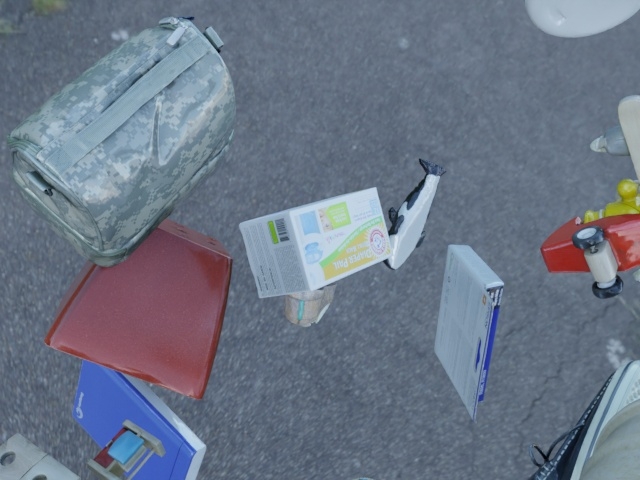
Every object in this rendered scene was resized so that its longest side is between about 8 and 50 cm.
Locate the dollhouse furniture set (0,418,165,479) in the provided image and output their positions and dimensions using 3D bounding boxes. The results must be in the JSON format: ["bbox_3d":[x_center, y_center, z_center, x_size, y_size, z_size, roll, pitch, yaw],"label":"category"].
[{"bbox_3d":[-0.337,0.305,0.949,0.129,0.129,0.184,22,51,26],"label":"dollhouse furniture set"}]

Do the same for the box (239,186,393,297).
[{"bbox_3d":[0.000,0.000,0.994,0.203,0.103,0.114,-20,97,-48],"label":"box"}]

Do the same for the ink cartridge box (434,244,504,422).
[{"bbox_3d":[0.253,0.148,1.142,0.045,0.223,0.224,0,23,-8],"label":"ink cartridge box"}]

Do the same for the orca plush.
[{"bbox_3d":[0.209,-0.074,1.755,0.102,0.287,0.151,27,19,36],"label":"orca plush"}]

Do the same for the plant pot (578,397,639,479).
[{"bbox_3d":[0.275,0.339,0.556,0.305,0.334,0.334,-20,70,-29],"label":"plant pot"}]

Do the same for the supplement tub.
[{"bbox_3d":[0.309,-0.366,0.828,0.144,0.144,0.200,6,64,-17],"label":"supplement tub"}]

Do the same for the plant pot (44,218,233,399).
[{"bbox_3d":[-0.291,0.086,1.199,0.267,0.267,0.236,25,92,-18],"label":"plant pot"}]

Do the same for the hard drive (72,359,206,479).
[{"bbox_3d":[-0.362,0.369,1.329,0.318,0.210,0.040,36,33,25],"label":"hard drive"}]

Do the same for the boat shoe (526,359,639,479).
[{"bbox_3d":[0.397,0.403,1.077,0.187,0.156,0.500,39,74,-28],"label":"boat shoe"}]

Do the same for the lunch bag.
[{"bbox_3d":[-0.262,-0.142,0.940,0.212,0.256,0.305,44,68,-4],"label":"lunch bag"}]

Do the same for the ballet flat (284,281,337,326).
[{"bbox_3d":[-0.029,0.130,1.483,0.107,0.316,0.106,6,91,10],"label":"ballet flat"}]

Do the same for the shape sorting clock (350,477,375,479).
[{"bbox_3d":[0.078,0.618,1.479,0.040,0.206,0.206,40,49,-34],"label":"shape sorting clock"}]

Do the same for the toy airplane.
[{"bbox_3d":[0.677,-0.058,1.351,0.384,0.386,0.272,19,26,-1],"label":"toy airplane"}]
